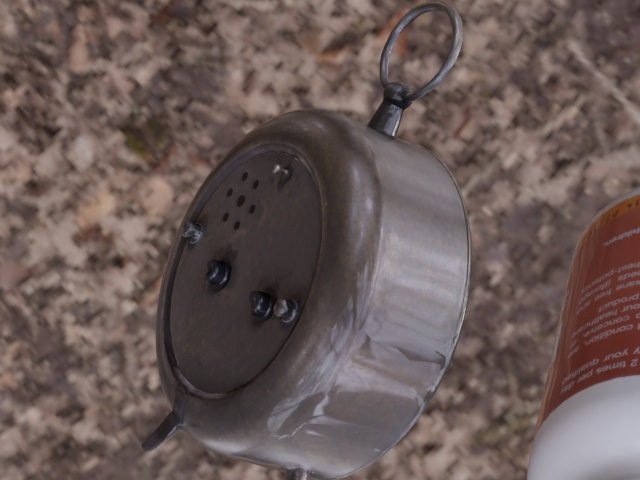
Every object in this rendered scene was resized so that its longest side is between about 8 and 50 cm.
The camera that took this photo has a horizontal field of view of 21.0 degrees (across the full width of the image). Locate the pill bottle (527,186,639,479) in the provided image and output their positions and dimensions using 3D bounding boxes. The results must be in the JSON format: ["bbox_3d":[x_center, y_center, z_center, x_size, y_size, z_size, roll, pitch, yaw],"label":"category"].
[{"bbox_3d":[0.156,0.079,0.754,0.121,0.216,0.121,9,129,11],"label":"pill bottle"}]

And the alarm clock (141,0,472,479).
[{"bbox_3d":[0.000,0.000,0.622,0.064,0.129,0.192,24,95,-34],"label":"alarm clock"}]
